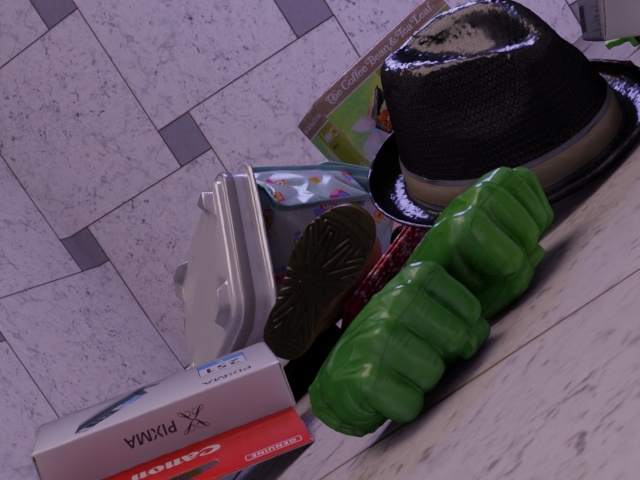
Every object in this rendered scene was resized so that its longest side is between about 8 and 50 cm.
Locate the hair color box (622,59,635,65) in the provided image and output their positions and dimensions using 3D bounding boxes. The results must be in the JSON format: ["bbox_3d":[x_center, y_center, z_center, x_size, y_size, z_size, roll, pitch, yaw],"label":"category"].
[{"bbox_3d":[0.335,-0.163,1.359,0.093,0.053,0.167,-43,3,10],"label":"hair color box"}]

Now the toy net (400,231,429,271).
[{"bbox_3d":[0.163,-0.008,1.892,0.232,0.045,0.122,-44,1,19],"label":"toy net"}]

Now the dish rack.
[{"bbox_3d":[-0.151,0.076,1.691,0.072,0.286,0.333,-1,-33,-19],"label":"dish rack"}]

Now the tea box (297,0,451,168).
[{"bbox_3d":[0.189,-0.235,2.230,0.329,0.323,0.220,-45,1,-11],"label":"tea box"}]

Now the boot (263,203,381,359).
[{"bbox_3d":[0.029,0.030,1.555,0.236,0.089,0.269,-56,-10,21],"label":"boot"}]

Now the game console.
[{"bbox_3d":[-0.042,0.196,1.748,0.213,0.044,0.361,-44,1,8],"label":"game console"}]

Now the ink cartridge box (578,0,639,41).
[{"bbox_3d":[0.401,-0.254,1.204,0.238,0.060,0.275,-7,9,9],"label":"ink cartridge box"}]

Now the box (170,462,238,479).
[{"bbox_3d":[-0.166,0.280,1.479,0.114,0.103,0.203,-42,2,37],"label":"box"}]

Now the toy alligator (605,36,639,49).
[{"bbox_3d":[0.533,-0.363,1.822,0.189,0.056,0.051,-42,43,14],"label":"toy alligator"}]

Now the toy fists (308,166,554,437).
[{"bbox_3d":[0.102,0.047,0.955,0.279,0.096,0.142,-46,-8,-33],"label":"toy fists"}]

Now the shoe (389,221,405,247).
[{"bbox_3d":[0.143,-0.017,2.028,0.081,0.063,0.178,-35,24,59],"label":"shoe"}]

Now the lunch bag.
[{"bbox_3d":[0.000,0.000,1.780,0.262,0.160,0.223,-9,-62,-33],"label":"lunch bag"}]

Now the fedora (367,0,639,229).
[{"bbox_3d":[0.171,-0.153,1.209,0.334,0.152,0.334,-25,27,14],"label":"fedora"}]

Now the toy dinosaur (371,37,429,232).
[{"bbox_3d":[0.196,-0.183,1.991,0.164,0.218,0.322,-72,-19,-51],"label":"toy dinosaur"}]

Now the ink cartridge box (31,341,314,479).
[{"bbox_3d":[-0.172,0.214,1.291,0.296,0.066,0.261,-20,9,-8],"label":"ink cartridge box"}]

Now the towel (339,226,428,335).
[{"bbox_3d":[0.116,0.016,1.576,0.275,0.031,0.199,-52,-7,-11],"label":"towel"}]
